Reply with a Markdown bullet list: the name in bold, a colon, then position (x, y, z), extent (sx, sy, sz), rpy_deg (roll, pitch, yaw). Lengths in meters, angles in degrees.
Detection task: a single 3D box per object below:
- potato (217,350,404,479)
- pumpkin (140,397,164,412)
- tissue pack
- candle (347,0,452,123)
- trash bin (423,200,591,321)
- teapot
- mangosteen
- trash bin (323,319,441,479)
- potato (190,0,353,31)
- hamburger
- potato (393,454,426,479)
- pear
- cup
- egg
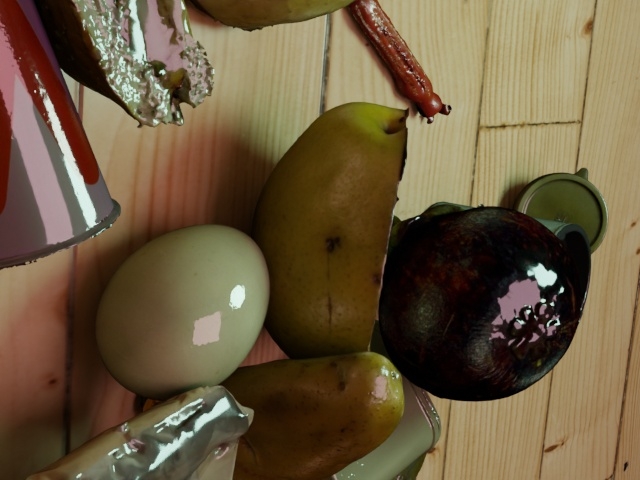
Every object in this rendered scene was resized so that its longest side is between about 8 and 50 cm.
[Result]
- **potato**: position (-0.052, 0.236, 1.450), extent (0.195, 0.369, 0.176), rpy_deg (63, 27, -8)
- **pumpkin**: position (-0.213, 0.196, 1.468), extent (0.083, 0.028, 0.050), rpy_deg (-60, 144, -10)
- **tissue pack**: position (-0.256, 0.365, 1.244), extent (0.390, 0.195, 0.375), rpy_deg (-22, 144, -54)
- **candle**: position (0.127, -0.286, 1.792), extent (0.329, 0.048, 0.051), rpy_deg (45, 50, -49)
- **trash bin**: position (0.310, 0.056, 1.960), extent (0.277, 0.262, 0.217), rpy_deg (-51, 137, -34)
- **teapot**: position (0.469, -0.031, 2.249), extent (0.268, 0.185, 0.175), rpy_deg (-59, 174, 3)
- **mangosteen**: position (0.231, 0.091, 1.698), extent (0.330, 0.330, 0.330), rpy_deg (-21, 116, -50)
- **trash bin**: position (0.046, 0.274, 1.731), extent (0.247, 0.121, 0.243), rpy_deg (-31, 95, -43)
- **potato**: position (-0.022, -0.380, 1.415), extent (0.285, 0.242, 0.242), rpy_deg (-9, 107, -50)
- **hamburger**: position (-0.236, -0.264, 1.146), extent (0.132, 0.211, 0.309), rpy_deg (-34, 123, -23)
- **potato**: position (0.122, 0.364, 1.915), extent (0.251, 0.113, 0.149), rpy_deg (-40, 132, -41)
- **pear**: position (0.000, 0.000, 1.522), extent (0.340, 0.191, 0.386), rpy_deg (-80, 178, -69)
- **cup**: position (-0.328, -0.135, 1.092), extent (0.203, 0.203, 0.288), rpy_deg (-33, 119, -45)
- **egg**: position (-0.161, 0.082, 1.366), extent (0.254, 0.188, 0.188), rpy_deg (-47, 135, -34)
